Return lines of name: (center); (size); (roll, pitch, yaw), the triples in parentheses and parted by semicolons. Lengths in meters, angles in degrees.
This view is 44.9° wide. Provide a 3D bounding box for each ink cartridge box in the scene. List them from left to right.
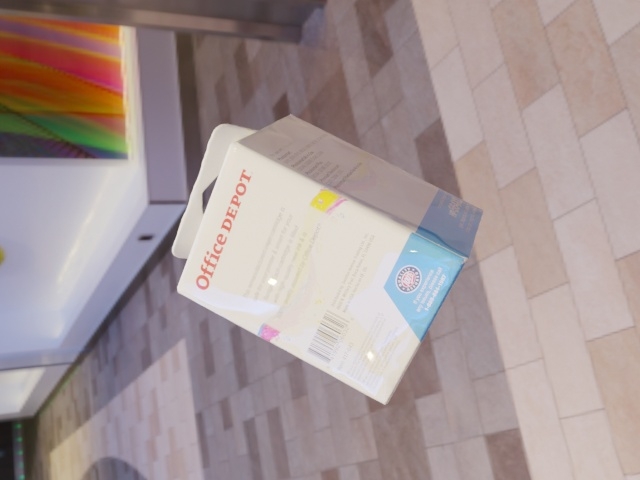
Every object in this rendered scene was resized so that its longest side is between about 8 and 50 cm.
ink cartridge box: (0.000, 0.000, 0.416); (0.092, 0.143, 0.090); (-65, -8, 24)
